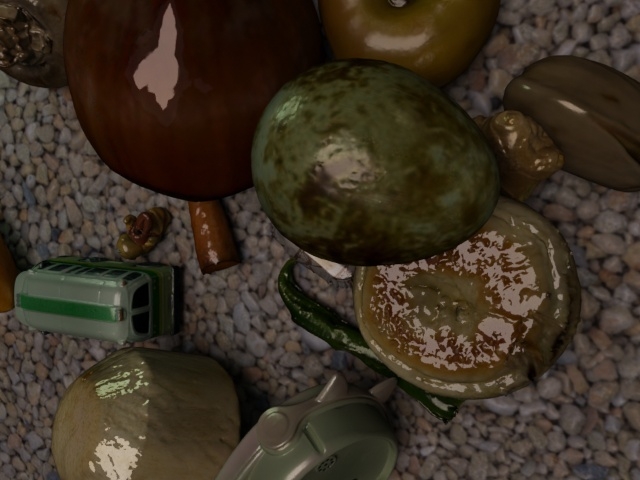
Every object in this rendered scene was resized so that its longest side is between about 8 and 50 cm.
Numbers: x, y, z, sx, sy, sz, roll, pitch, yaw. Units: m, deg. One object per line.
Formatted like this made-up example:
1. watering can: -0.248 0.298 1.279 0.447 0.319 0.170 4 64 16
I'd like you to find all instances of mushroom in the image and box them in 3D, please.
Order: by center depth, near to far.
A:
1. mushroom: -0.508 -0.363 1.032 0.226 0.178 0.226 9 142 7

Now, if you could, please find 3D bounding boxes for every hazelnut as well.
1. hazelnut: -0.169 -0.225 0.836 0.366 0.366 0.366 3 97 21

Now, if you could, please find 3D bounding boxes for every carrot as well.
1. carrot: -0.198 -0.047 1.021 0.072 0.072 0.205 -19 87 22

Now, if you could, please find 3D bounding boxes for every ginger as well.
1. ginger: 0.186 -0.132 0.789 0.086 0.131 0.294 -49 38 -5

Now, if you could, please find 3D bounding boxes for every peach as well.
1. peach: 0.119 -0.324 0.827 0.251 0.153 0.251 0 95 5

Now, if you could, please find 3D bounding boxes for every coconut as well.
1. coconut: -0.254 0.324 0.980 0.329 0.329 0.329 3 97 21

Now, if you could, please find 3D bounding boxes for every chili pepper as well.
1. chili pepper: 0.066 0.156 0.942 0.359 0.076 0.085 35 128 14

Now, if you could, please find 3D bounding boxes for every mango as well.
1. mango: -0.693 0.039 1.189 0.257 0.138 0.187 35 119 21

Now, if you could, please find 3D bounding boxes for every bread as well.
1. bread: 0.197 0.071 0.829 0.305 0.159 0.305 1 92 21

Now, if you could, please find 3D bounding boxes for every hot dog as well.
1. hot dog: 0.000 0.000 0.948 0.192 0.053 0.099 38 93 14

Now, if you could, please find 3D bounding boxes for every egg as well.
1. egg: 0.061 -0.084 0.694 0.289 0.238 0.238 16 102 12

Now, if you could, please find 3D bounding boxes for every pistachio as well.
1. pistachio: 0.345 -0.147 0.759 0.238 0.153 0.138 26 117 -8

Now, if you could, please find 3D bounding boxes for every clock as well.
1. clock: -0.005 0.331 0.878 0.108 0.265 0.324 46 112 44

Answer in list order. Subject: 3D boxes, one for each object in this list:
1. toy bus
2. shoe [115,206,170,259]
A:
1. toy bus: -0.403 0.103 1.066 0.276 0.165 0.133 3 96 21
2. shoe: -0.322 -0.017 1.072 0.109 0.069 0.072 -32 84 16
